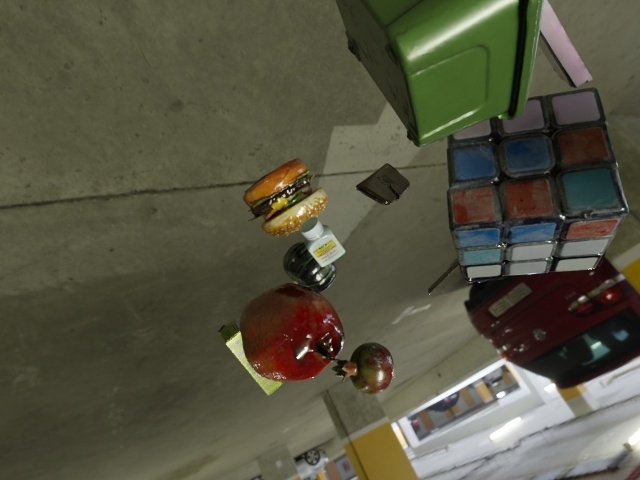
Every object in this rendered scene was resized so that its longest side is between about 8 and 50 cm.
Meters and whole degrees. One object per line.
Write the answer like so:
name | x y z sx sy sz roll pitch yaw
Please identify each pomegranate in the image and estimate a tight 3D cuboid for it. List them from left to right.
pomegranate | 0.116 0.316 1.034 0.129 0.129 0.159 -40 129 21

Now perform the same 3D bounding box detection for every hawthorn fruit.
hawthorn fruit | -0.063 0.273 1.147 0.284 0.285 0.369 -9 -170 -35

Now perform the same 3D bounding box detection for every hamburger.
hamburger | -0.121 -0.143 1.460 0.291 0.225 0.291 -32 -172 5

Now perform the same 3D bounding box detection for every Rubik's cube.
Rubik's cube | 0.509 -0.125 1.052 0.362 0.359 0.363 -5 152 22

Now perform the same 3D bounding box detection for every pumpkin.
pumpkin | -0.042 0.105 1.573 0.162 0.220 0.220 -44 156 -13

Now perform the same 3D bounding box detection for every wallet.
wallet | 0.236 -0.198 1.449 0.255 0.137 0.031 -41 163 -50

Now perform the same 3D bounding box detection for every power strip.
power strip | 0.440 -0.409 0.795 0.279 0.109 0.037 33 125 -30

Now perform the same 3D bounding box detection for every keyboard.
keyboard | 0.554 0.163 1.837 0.198 0.010 0.063 -49 179 17

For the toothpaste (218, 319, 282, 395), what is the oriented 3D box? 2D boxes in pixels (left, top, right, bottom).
toothpaste | -0.276 0.466 1.622 0.077 0.110 0.327 -38 116 -16

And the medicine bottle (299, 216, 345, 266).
medicine bottle | 0.000 0.000 0.999 0.074 0.055 0.118 -32 126 6

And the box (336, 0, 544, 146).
box | 0.135 -0.309 0.573 0.177 0.329 0.253 -29 149 5
